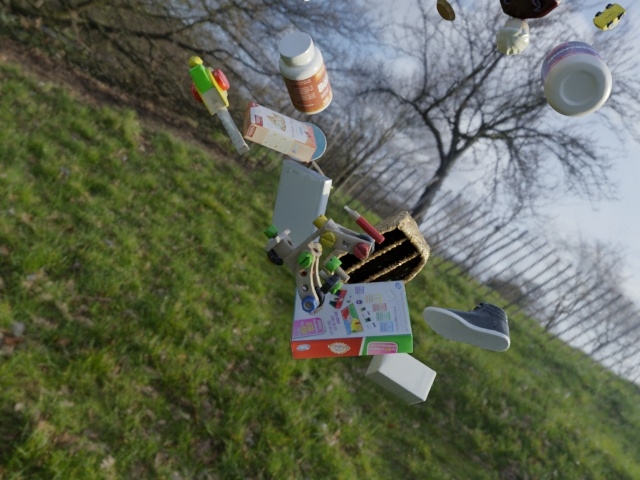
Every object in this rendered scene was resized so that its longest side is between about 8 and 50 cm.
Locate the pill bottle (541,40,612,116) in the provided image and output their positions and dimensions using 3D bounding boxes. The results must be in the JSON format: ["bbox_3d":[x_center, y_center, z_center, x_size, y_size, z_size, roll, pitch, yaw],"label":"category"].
[{"bbox_3d":[0.775,-0.506,1.848,0.181,0.181,0.323,43,31,-8],"label":"pill bottle"}]

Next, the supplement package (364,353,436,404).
[{"bbox_3d":[0.251,0.421,1.896,0.179,0.105,0.105,34,-28,-7],"label":"supplement package"}]

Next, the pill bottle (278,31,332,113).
[{"bbox_3d":[-0.044,-0.459,1.655,0.121,0.121,0.216,44,-11,29],"label":"pill bottle"}]

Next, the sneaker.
[{"bbox_3d":[0.495,0.263,2.030,0.295,0.105,0.147,18,39,10],"label":"sneaker"}]

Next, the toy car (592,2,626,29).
[{"bbox_3d":[0.966,-0.758,1.891,0.053,0.238,0.225,58,29,-66],"label":"toy car"}]

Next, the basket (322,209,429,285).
[{"bbox_3d":[0.192,0.069,1.943,0.214,0.299,0.223,60,18,-3],"label":"basket"}]

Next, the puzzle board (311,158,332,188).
[{"bbox_3d":[0.002,-0.234,2.112,0.096,0.011,0.128,57,6,15],"label":"puzzle board"}]

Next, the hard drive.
[{"bbox_3d":[-0.073,-0.078,1.917,0.040,0.308,0.203,-9,29,-43],"label":"hard drive"}]

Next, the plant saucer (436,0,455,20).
[{"bbox_3d":[0.378,-0.701,1.837,0.083,0.015,0.083,50,-2,3],"label":"plant saucer"}]

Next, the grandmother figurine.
[{"bbox_3d":[0.563,-0.664,1.602,0.104,0.343,0.207,10,15,-40],"label":"grandmother figurine"}]

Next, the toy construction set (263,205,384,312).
[{"bbox_3d":[0.000,0.000,1.546,0.237,0.257,0.309,44,45,4],"label":"toy construction set"}]

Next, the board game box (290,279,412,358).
[{"bbox_3d":[0.084,0.213,1.659,0.242,0.316,0.064,-86,171,-58],"label":"board game box"}]

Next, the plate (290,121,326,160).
[{"bbox_3d":[-0.070,-0.400,2.464,0.188,0.188,0.024,43,-22,10],"label":"plate"}]

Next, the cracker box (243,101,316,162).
[{"bbox_3d":[-0.135,-0.355,1.967,0.232,0.067,0.156,18,33,-21],"label":"cracker box"}]

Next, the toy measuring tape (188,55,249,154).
[{"bbox_3d":[-0.315,-0.429,1.902,0.330,0.121,0.121,60,-2,-15],"label":"toy measuring tape"}]
